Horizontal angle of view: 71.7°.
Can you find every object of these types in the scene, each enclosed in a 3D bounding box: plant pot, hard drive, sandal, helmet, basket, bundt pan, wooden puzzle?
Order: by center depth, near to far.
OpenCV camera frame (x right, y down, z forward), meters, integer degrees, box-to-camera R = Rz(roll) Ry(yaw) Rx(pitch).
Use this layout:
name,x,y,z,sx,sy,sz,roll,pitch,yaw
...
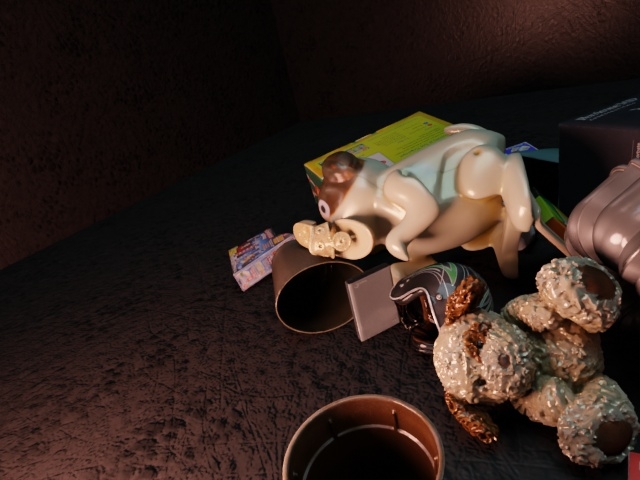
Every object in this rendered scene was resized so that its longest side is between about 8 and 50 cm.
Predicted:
name,x,y,z,sx,sy,sz,roll,pitch,yaw
plant pot,0.059,0.291,0.486,0.166,0.165,0.167,-11,25,5
bundt pan,0.472,0.058,0.615,0.124,0.331,0.331,-35,22,10
helmet,0.221,0.117,0.779,0.161,0.170,0.169,-12,18,48
wooden puzzle,0.472,-0.017,0.856,0.044,0.238,0.221,-41,12,27
hard drive,0.104,0.120,0.867,0.094,0.135,0.022,-23,26,-18
sandal,0.002,0.006,0.900,0.079,0.088,0.240,-27,21,-32
basket,-0.025,0.087,1.004,0.204,0.154,0.227,-13,19,-14
plant pot,0.637,-0.154,1.140,0.234,0.166,0.165,-15,23,-17

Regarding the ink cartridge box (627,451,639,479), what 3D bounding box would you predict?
name,x,y,z,sx,sy,sz,roll,pitch,yaw
ink cartridge box,0.399,0.293,0.334,0.296,0.066,0.261,-4,33,39

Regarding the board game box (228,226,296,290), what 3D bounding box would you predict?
name,x,y,z,sx,sy,sz,roll,pitch,yaw
board game box,-0.155,0.035,1.247,0.194,0.060,0.194,-28,24,-4

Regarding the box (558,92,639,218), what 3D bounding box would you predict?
name,x,y,z,sx,sy,sz,roll,pitch,yaw
box,0.820,-0.133,0.834,0.479,0.298,0.471,-21,23,-15

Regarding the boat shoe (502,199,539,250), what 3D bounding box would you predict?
name,x,y,z,sx,sy,sz,roll,pitch,yaw
boat shoe,0.404,-0.106,1.092,0.306,0.113,0.104,41,43,22

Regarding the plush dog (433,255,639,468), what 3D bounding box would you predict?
name,x,y,z,sx,sy,sz,roll,pitch,yaw
plush dog,0.276,0.161,0.632,0.225,0.263,0.210,-2,-8,5

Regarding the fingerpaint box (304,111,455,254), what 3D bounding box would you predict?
name,x,y,z,sx,sy,sz,roll,pitch,yaw
fingerpaint box,0.234,-0.192,1.331,0.444,0.163,0.371,-27,36,-13

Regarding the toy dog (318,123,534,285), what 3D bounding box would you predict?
name,x,y,z,sx,sy,sz,roll,pitch,yaw
toy dog,0.194,-0.097,0.940,0.407,0.284,0.396,-5,68,13

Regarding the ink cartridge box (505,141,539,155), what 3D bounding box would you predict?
name,x,y,z,sx,sy,sz,roll,pitch,yaw
ink cartridge box,0.637,-0.231,1.421,0.206,0.045,0.208,-19,38,-8
